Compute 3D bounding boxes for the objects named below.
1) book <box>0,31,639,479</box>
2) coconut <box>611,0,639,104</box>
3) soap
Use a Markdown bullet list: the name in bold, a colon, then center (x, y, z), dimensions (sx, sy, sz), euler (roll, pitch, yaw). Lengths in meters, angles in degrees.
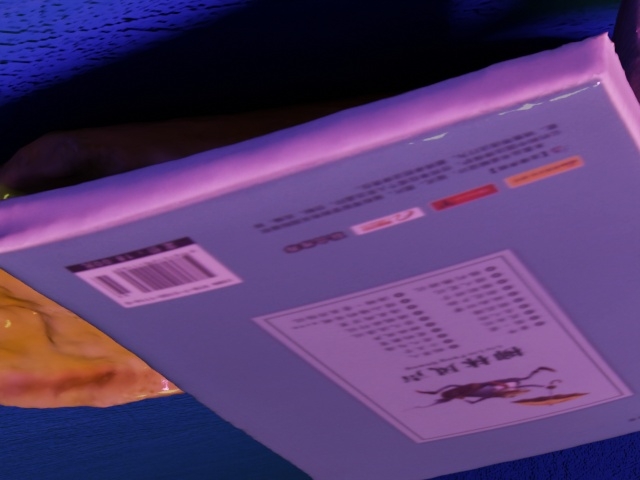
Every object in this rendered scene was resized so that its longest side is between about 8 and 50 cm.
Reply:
- **book**: center (0.053, 0.037, 0.795), dimensions (0.264, 0.031, 0.379), euler (-14, 153, 18)
- **coconut**: center (0.205, -0.077, 0.733), dimensions (0.183, 0.170, 0.171), euler (-24, 166, 30)
- **soap**: center (0.000, 0.003, 0.903), dimensions (0.427, 0.115, 0.306), euler (-9, 161, -32)
